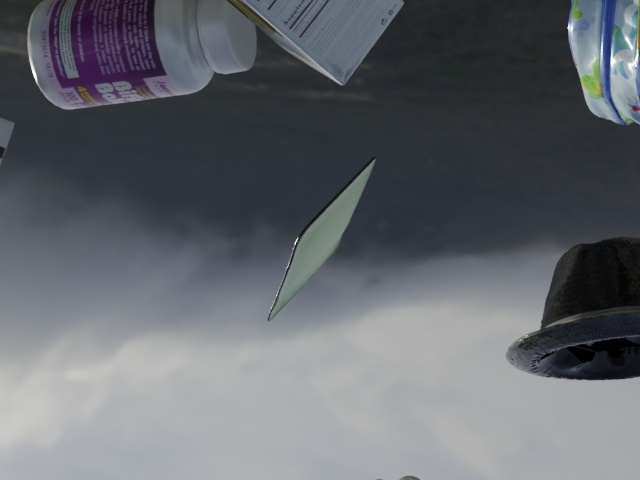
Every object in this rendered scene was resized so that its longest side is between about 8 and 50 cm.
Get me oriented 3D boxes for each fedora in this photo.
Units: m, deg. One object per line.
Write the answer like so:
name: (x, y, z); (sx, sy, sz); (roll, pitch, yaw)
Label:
fedora: (0.392, 0.086, 1.702); (0.334, 0.152, 0.334); (-3, 162, -1)

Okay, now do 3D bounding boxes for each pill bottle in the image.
pill bottle: (-0.253, -0.287, 1.849); (0.301, 0.169, 0.169); (-5, 179, 18)

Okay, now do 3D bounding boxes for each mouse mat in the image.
mouse mat: (0.000, 0.000, 1.454); (0.007, 0.189, 0.152); (37, -127, 10)

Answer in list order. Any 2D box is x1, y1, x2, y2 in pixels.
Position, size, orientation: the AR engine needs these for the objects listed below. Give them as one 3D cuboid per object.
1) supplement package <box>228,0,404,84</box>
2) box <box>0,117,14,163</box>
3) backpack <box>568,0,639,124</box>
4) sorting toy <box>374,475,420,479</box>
supplement package: (-0.040, -0.322, 1.556); (0.244, 0.134, 0.139); (35, -178, -44)
box: (-0.562, -0.138, 1.862); (0.181, 0.119, 0.182); (20, 169, -21)
backpack: (0.355, -0.254, 1.143); (0.273, 0.355, 0.290); (-8, 148, 13)
sorting toy: (0.106, 0.325, 1.623); (0.075, 0.045, 0.083); (16, 160, 39)
